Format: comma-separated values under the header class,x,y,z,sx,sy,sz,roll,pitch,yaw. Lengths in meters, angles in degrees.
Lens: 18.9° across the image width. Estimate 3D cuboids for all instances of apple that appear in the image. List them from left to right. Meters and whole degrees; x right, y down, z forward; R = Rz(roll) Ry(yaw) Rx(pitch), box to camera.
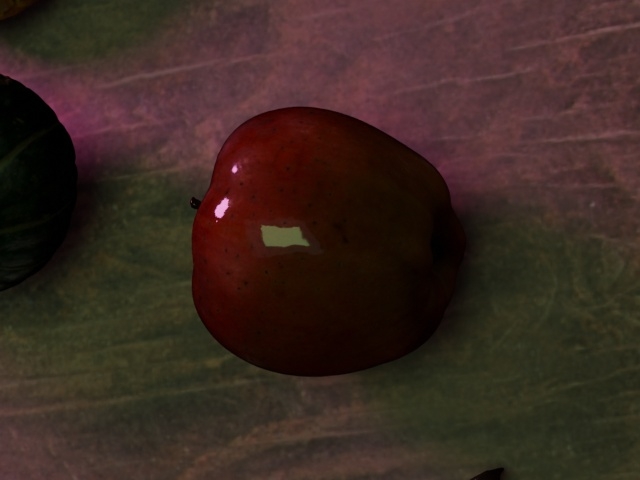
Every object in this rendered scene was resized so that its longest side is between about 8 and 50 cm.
class,x,y,z,sx,sy,sz,roll,pitch,yaw
apple,0.000,-0.001,1.591,0.234,0.234,0.234,-2,84,20

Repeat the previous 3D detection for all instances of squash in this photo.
class,x,y,z,sx,sy,sz,roll,pitch,yaw
squash,-0.321,-0.053,1.730,0.218,0.218,0.172,-10,39,19

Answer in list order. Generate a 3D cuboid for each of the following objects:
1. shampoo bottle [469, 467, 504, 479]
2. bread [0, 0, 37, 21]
class,x,y,z,sx,sy,sz,roll,pitch,yaw
shampoo bottle,0.188,0.296,1.571,0.067,0.068,0.236,-33,76,14
bread,-0.336,-0.310,1.778,0.240,0.139,0.240,-1,86,11
